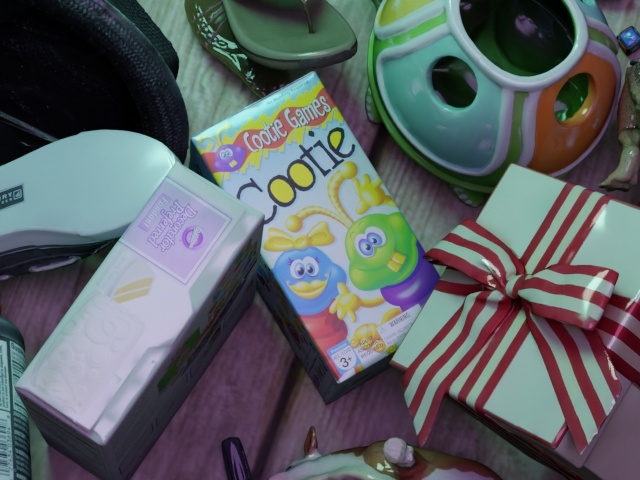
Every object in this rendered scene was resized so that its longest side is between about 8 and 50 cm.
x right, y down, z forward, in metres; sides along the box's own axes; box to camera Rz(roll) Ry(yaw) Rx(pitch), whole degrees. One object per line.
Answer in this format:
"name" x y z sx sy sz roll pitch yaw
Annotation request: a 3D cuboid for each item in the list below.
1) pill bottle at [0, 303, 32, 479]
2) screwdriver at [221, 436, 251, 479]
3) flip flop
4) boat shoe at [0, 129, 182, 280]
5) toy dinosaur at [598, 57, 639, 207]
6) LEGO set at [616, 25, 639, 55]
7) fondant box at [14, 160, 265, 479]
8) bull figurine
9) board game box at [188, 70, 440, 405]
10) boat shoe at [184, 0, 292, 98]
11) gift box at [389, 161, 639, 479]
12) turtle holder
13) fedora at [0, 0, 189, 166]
"pill bottle" -0.341 0.154 1.707 0.130 0.130 0.246 -5 64 -6
"screwdriver" -0.069 0.275 1.770 0.024 0.025 0.170 -13 87 -8
"flip flop" -0.049 -0.268 1.816 0.112 0.080 0.277 -13 51 -14
"boat shoe" -0.252 -0.021 1.731 0.301 0.102 0.108 -16 63 20
"toy dinosaur" 0.348 -0.129 1.791 0.127 0.295 0.200 -1 75 23
"LEGO set" 0.363 -0.316 1.938 0.182 0.060 0.244 -5 75 7
"fondant box" -0.157 0.089 1.644 0.096 0.330 0.238 33 76 4
"bull figurine" 0.106 0.248 1.708 0.310 0.188 0.101 16 81 -6
"board game box" 0.000 0.000 1.772 0.142 0.144 0.275 -30 81 -11
"boat shoe" -0.084 -0.201 1.871 0.056 0.048 0.153 -44 76 0
"gift box" 0.236 0.109 1.625 0.258 0.255 0.276 38 76 -39
"turtle holder" 0.164 -0.209 1.792 0.243 0.227 0.320 -15 78 -7
"fedora" -0.259 -0.183 1.767 0.334 0.334 0.152 27 46 2
